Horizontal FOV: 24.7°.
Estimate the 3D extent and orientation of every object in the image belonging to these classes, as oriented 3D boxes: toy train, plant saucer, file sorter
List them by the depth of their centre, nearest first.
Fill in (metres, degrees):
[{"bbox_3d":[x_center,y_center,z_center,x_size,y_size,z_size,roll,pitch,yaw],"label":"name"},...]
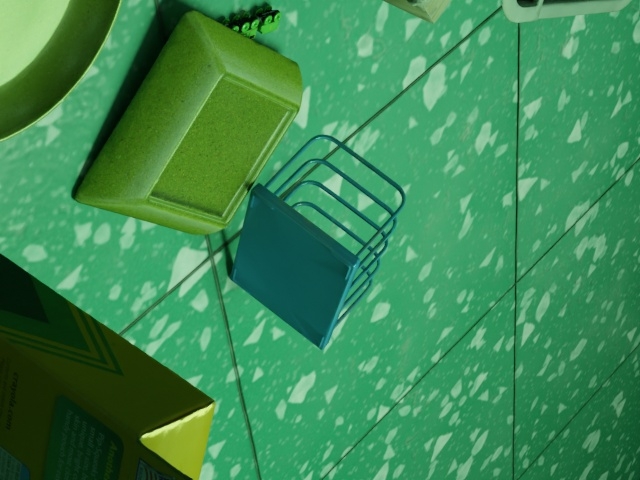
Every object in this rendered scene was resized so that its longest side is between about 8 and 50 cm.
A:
[{"bbox_3d":[-0.233,-0.179,1.012,0.241,0.037,0.241,-37,144,-33],"label":"plant saucer"},{"bbox_3d":[-0.097,-0.086,1.268,0.188,0.045,0.188,-58,151,9],"label":"plant saucer"},{"bbox_3d":[-0.066,-0.185,1.275,0.083,0.017,0.023,-26,147,-43],"label":"toy train"},{"bbox_3d":[0.000,0.000,1.393,0.104,0.118,0.170,-46,167,-30],"label":"file sorter"}]

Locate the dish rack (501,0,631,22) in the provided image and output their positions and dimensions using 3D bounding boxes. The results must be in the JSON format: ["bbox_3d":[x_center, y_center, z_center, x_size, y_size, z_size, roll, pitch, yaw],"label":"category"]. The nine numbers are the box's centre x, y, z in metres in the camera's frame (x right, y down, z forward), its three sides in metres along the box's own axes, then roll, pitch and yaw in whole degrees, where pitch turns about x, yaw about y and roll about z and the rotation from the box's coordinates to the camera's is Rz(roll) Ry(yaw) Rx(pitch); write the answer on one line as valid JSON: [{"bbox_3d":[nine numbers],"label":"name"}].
[{"bbox_3d":[0.289,-0.385,1.576,0.333,0.072,0.285,-14,127,-51],"label":"dish rack"}]

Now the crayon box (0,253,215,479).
[{"bbox_3d":[-0.197,0.158,1.076,0.083,0.323,0.203,-21,133,-47],"label":"crayon box"}]

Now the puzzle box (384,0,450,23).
[{"bbox_3d":[0.085,-0.378,1.076,0.409,0.272,0.052,-56,150,-7],"label":"puzzle box"}]
